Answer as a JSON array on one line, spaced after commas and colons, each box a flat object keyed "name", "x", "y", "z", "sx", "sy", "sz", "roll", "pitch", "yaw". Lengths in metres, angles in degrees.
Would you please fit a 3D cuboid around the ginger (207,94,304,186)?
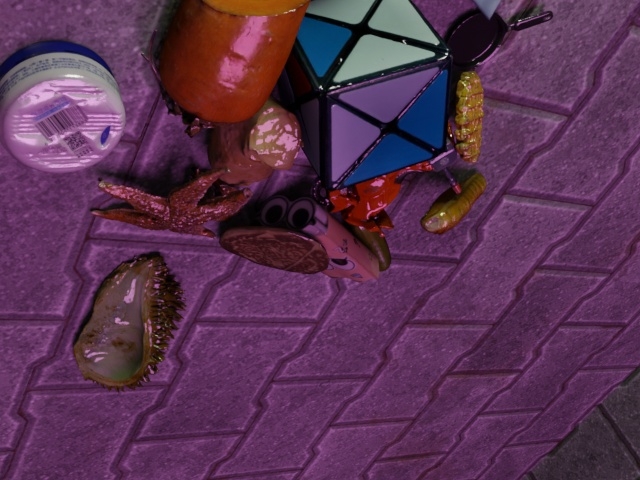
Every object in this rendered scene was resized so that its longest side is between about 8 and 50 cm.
[{"name": "ginger", "x": -0.129, "y": -0.184, "z": 1.526, "sx": 0.138, "sy": 0.152, "sz": 0.267, "roll": -8, "pitch": 170, "yaw": -26}]

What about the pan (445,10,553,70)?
[{"name": "pan", "x": 0.352, "y": -0.417, "z": 1.644, "sx": 0.235, "sy": 0.028, "sz": 0.136, "roll": -20, "pitch": 142, "yaw": -5}]

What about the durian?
[{"name": "durian", "x": -0.415, "y": 0.180, "z": 1.840, "sx": 0.198, "sy": 0.163, "sz": 0.394, "roll": 25, "pitch": 122, "yaw": -1}]

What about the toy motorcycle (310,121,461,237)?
[{"name": "toy motorcycle", "x": 0.152, "y": -0.137, "z": 1.754, "sx": 0.325, "sy": 0.148, "sz": 0.221, "roll": -33, "pitch": 133, "yaw": 9}]

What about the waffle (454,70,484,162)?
[{"name": "waffle", "x": 0.310, "y": -0.255, "z": 1.708, "sx": 0.038, "sy": 0.191, "sz": 0.191, "roll": 3, "pitch": 149, "yaw": 24}]

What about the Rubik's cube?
[{"name": "Rubik's cube", "x": 0.070, "y": -0.275, "z": 1.462, "sx": 0.246, "sy": 0.250, "sz": 0.248, "roll": -19, "pitch": 143, "yaw": -11}]

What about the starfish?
[{"name": "starfish", "x": -0.287, "y": -0.061, "z": 1.575, "sx": 0.302, "sy": 0.060, "sz": 0.299, "roll": 2, "pitch": 158, "yaw": -12}]

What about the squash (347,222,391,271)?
[{"name": "squash", "x": 0.117, "y": -0.005, "z": 1.944, "sx": 0.066, "sy": 0.066, "sz": 0.252, "roll": -29, "pitch": 143, "yaw": 2}]

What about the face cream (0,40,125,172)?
[{"name": "face cream", "x": -0.427, "y": -0.212, "z": 1.349, "sx": 0.205, "sy": 0.111, "sz": 0.206, "roll": -18, "pitch": 142, "yaw": -15}]

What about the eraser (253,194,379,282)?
[{"name": "eraser", "x": 0.000, "y": 0.000, "z": 1.827, "sx": 0.171, "sy": 0.087, "sz": 0.290, "roll": 5, "pitch": 158, "yaw": 34}]

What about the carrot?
[{"name": "carrot", "x": -0.164, "y": -0.297, "z": 1.337, "sx": 0.214, "sy": 0.193, "sz": 0.331, "roll": -1, "pitch": 135, "yaw": -35}]

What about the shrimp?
[{"name": "shrimp", "x": -0.216, "y": -0.097, "z": 1.656, "sx": 0.101, "sy": 0.042, "sz": 0.190, "roll": -21, "pitch": 147, "yaw": 5}]

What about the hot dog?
[{"name": "hot dog", "x": 0.308, "y": -0.082, "z": 1.858, "sx": 0.083, "sy": 0.068, "sz": 0.289, "roll": -16, "pitch": -168, "yaw": 35}]

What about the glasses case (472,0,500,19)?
[{"name": "glasses case", "x": 0.250, "y": -0.512, "z": 1.468, "sx": 0.266, "sy": 0.056, "sz": 0.105, "roll": 29, "pitch": 91, "yaw": -47}]

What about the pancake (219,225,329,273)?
[{"name": "pancake", "x": -0.099, "y": 0.021, "z": 1.769, "sx": 0.250, "sy": 0.031, "sz": 0.250, "roll": 11, "pitch": 161, "yaw": 4}]
